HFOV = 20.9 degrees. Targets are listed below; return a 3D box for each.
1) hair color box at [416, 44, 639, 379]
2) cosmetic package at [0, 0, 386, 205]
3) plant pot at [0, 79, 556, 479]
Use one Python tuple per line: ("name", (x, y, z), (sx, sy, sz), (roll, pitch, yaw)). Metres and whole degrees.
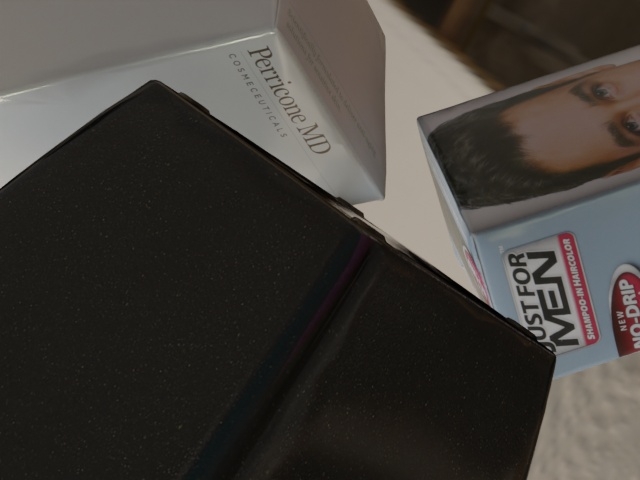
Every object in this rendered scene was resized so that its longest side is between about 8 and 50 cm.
("hair color box", (0.263, -0.053, 1.061), (0.374, 0.113, 0.185), (-19, -154, 1))
("cosmetic package", (-0.155, -0.102, 1.153), (0.366, 0.197, 0.155), (-11, -126, 20))
("plant pot", (-0.032, 0.059, 0.598), (0.187, 0.188, 0.167), (37, -87, 42))
